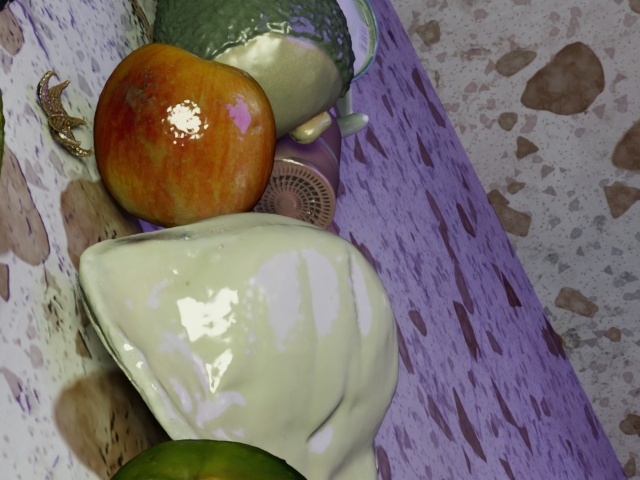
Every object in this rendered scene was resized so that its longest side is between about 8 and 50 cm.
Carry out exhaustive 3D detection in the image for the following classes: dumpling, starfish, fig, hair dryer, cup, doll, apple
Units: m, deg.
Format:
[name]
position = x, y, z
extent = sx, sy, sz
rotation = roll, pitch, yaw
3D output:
[dumpling]
position = -0.048, 0.122, 1.192
extent = 0.395, 0.233, 0.315
rotation = 26, 34, -50
[starfish]
position = -0.249, -0.124, 1.254
extent = 0.078, 0.028, 0.091
rotation = 55, 17, -49
[fig]
position = -0.083, 0.256, 0.997
extent = 0.245, 0.195, 0.195
rotation = 85, -7, -58
[hair dryer]
position = 0.000, 0.000, 1.730
extent = 0.210, 0.125, 0.352
rotation = -84, 155, -61
[cup]
position = -0.035, -0.276, 1.813
extent = 0.167, 0.173, 0.300
rotation = -36, 105, -36
[doll]
position = -0.099, -0.263, 1.587
extent = 0.247, 0.247, 0.349
rotation = 41, 22, -54
[apple]
position = -0.141, -0.101, 1.284
extent = 0.195, 0.173, 0.160
rotation = 25, 12, 37

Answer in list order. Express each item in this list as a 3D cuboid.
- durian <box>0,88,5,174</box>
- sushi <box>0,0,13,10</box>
[durian]
position = -0.278, 0.008, 0.802
extent = 0.394, 0.163, 0.198
rotation = -120, -144, -57
[sushi]
position = -0.298, -0.326, 1.151
extent = 0.192, 0.043, 0.279
rotation = -75, 165, -66
